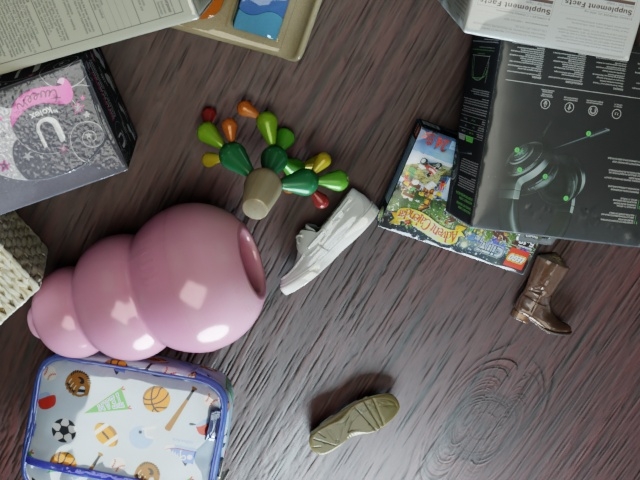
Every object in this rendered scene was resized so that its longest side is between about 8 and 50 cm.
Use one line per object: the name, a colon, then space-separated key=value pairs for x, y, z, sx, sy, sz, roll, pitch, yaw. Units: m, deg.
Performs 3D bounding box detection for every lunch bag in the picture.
lunch bag: x=-0.276 y=0.288 z=1.646 sx=0.303 sy=0.115 sz=0.243 roll=12 pitch=95 yaw=0

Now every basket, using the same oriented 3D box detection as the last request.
basket: x=-0.445 y=0.033 z=1.527 sx=0.103 sy=0.167 sz=0.113 roll=-36 pitch=111 yaw=6

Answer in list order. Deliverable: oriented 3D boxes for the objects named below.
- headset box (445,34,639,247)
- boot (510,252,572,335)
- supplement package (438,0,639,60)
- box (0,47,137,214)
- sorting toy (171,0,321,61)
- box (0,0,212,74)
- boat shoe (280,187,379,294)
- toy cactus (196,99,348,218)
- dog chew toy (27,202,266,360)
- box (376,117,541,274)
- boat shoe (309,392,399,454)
headset box: x=0.316 y=-0.130 z=1.497 sx=0.246 sy=0.131 sz=0.283 roll=5 pitch=100 yaw=-10
boot: x=0.353 y=0.079 z=1.682 sx=0.106 sy=0.037 sz=0.114 roll=19 pitch=106 yaw=-14
supplement package: x=0.262 y=-0.333 z=1.369 sx=0.204 sy=0.262 sz=0.145 roll=8 pitch=113 yaw=-8
box: x=-0.387 y=-0.144 z=1.466 sx=0.247 sy=0.142 sz=0.163 roll=-19 pitch=114 yaw=3
sorting toy: x=-0.089 y=-0.386 z=1.412 sx=0.229 sy=0.041 sz=0.307 roll=15 pitch=122 yaw=-10
box: x=-0.300 y=-0.314 z=1.379 sx=0.311 sy=0.121 sz=0.148 roll=-12 pitch=114 yaw=13
boat shoe: x=0.000 y=0.000 z=1.604 sx=0.184 sy=0.066 sz=0.063 roll=-43 pitch=96 yaw=16
toy cactus: x=-0.076 y=-0.091 z=1.503 sx=0.219 sy=0.180 sz=0.112 roll=29 pitch=128 yaw=-11
dog chew toy: x=-0.248 y=0.072 z=1.547 sx=0.332 sy=0.206 sz=0.206 roll=-15 pitch=114 yaw=11
box: x=0.216 y=-0.061 z=1.602 sx=0.233 sy=0.044 sz=0.159 roll=18 pitch=111 yaw=-12
boat shoe: x=0.051 y=0.280 z=1.743 sx=0.153 sy=0.048 sz=0.056 roll=-32 pitch=100 yaw=2
